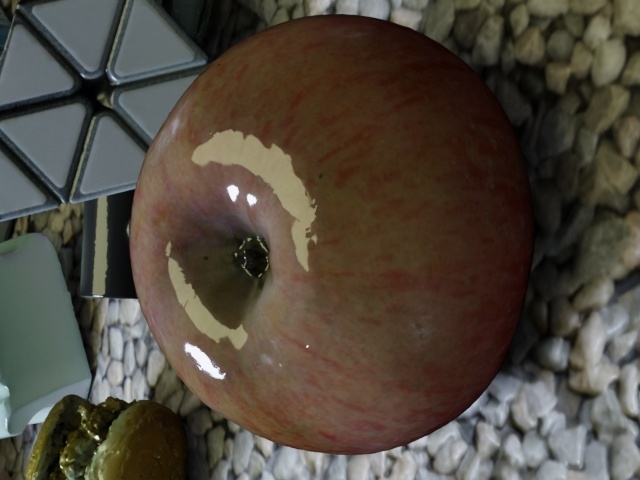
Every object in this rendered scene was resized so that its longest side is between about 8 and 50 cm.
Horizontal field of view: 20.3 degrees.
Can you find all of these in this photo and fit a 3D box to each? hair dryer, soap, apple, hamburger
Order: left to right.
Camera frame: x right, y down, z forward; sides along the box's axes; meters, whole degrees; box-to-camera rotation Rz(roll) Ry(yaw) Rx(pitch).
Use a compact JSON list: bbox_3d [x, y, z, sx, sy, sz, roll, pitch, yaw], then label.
[{"bbox_3d":[-0.404,0.123,2.033,0.347,0.115,0.208,-16,89,53],"label":"soap"},{"bbox_3d":[-0.195,0.234,1.749,0.131,0.185,0.159,-2,50,24],"label":"hamburger"},{"bbox_3d":[-0.142,-0.036,1.753,0.248,0.078,0.196,3,91,45],"label":"hair dryer"},{"bbox_3d":[0.000,0.000,1.366,0.344,0.269,0.345,-2,87,53],"label":"apple"}]

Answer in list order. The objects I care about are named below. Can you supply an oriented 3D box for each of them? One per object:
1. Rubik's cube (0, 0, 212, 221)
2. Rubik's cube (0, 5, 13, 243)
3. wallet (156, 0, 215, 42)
[{"bbox_3d":[-0.209,-0.140,1.669,0.233,0.228,0.229,-36,58,33],"label":"Rubik's cube"},{"bbox_3d":[-0.493,-0.148,2.069,0.256,0.259,0.253,50,130,44],"label":"Rubik's cube"},{"bbox_3d":[-0.204,-0.300,1.823,0.309,0.077,0.223,8,95,56],"label":"wallet"}]
